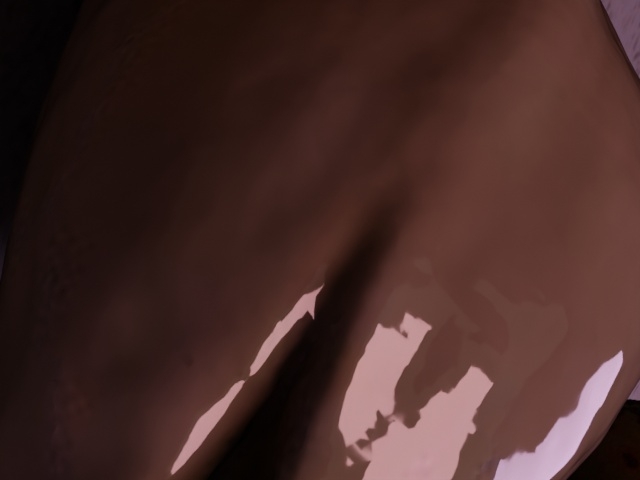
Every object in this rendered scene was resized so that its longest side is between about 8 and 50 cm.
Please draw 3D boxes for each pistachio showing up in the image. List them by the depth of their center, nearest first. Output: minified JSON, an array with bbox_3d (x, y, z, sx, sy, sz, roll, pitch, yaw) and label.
[{"bbox_3d":[0.000,0.000,0.543,0.226,0.208,0.332,-40,-167,26],"label":"pistachio"}]

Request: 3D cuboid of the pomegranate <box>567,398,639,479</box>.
[{"bbox_3d":[0.189,0.189,1.161,0.159,0.159,0.205,-30,168,-46],"label":"pomegranate"}]
